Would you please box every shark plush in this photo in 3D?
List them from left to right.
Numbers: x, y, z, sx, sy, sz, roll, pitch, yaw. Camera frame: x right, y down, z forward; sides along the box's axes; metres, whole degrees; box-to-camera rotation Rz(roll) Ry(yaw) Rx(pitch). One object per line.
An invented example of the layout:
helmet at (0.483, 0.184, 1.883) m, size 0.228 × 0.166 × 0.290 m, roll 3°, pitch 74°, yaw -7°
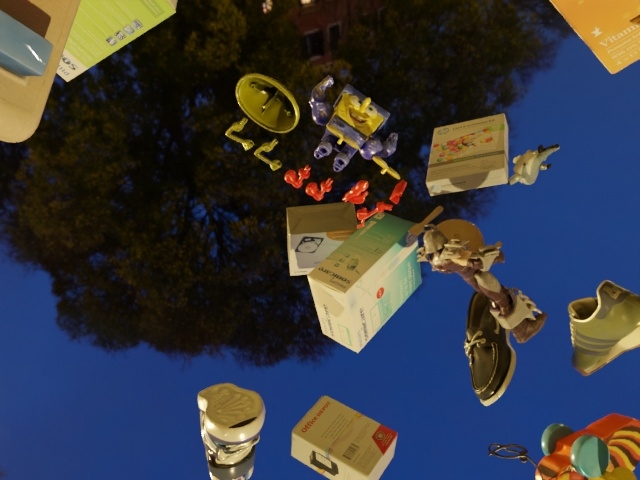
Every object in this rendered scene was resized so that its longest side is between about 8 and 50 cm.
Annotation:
shark plush at (0.486, -0.178, 1.184) m, size 0.067 × 0.161 × 0.073 m, roll 21°, pitch -123°, yaw -1°

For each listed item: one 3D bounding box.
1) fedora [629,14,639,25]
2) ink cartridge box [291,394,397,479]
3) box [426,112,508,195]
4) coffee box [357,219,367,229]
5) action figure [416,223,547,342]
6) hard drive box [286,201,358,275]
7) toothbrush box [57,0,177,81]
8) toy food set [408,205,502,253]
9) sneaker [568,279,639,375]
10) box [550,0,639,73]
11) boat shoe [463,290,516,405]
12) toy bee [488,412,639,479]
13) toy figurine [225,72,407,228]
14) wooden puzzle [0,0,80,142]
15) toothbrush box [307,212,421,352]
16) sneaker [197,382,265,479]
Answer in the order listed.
fedora at (0.295, -0.100, 0.337) m, size 0.194 × 0.079 × 0.194 m, roll 6°, pitch -153°, yaw -3°
ink cartridge box at (0.046, 0.406, 1.053) m, size 0.175 × 0.072 × 0.127 m, roll 20°, pitch -147°, yaw 27°
box at (0.290, -0.170, 1.032) m, size 0.145 × 0.038 × 0.186 m, roll -8°, pitch -140°, yaw 27°
coffee box at (0.150, 0.069, 1.651) m, size 0.141 × 0.098 × 0.246 m, roll -38°, pitch -134°, yaw 9°
action figure at (0.297, 0.065, 1.004) m, size 0.099 × 0.285 × 0.185 m, roll -49°, pitch -171°, yaw -4°
hard drive box at (0.000, 0.000, 1.458) m, size 0.181 × 0.232 × 0.089 m, roll -5°, pitch -120°, yaw -5°
toothbrush box at (-0.427, -0.451, 0.940) m, size 0.283 × 0.206 × 0.122 m, roll -23°, pitch -131°, yaw 21°
toy food set at (0.319, 0.004, 1.249) m, size 0.132 × 0.038 × 0.192 m, roll -39°, pitch -124°, yaw -21°
sneaker at (0.369, 0.113, 0.705) m, size 0.064 × 0.192 × 0.086 m, roll -39°, pitch -111°, yaw -20°
box at (0.397, -0.422, 0.694) m, size 0.215 × 0.345 × 0.168 m, roll -29°, pitch -131°, yaw 42°
boat shoe at (0.348, 0.215, 1.121) m, size 0.091 × 0.114 × 0.302 m, roll 36°, pitch -148°, yaw -3°
toy bee at (0.447, 0.418, 0.950) m, size 0.298 × 0.162 × 0.195 m, roll -7°, pitch 180°, yaw 4°
toy figurine at (0.024, -0.225, 1.048) m, size 0.362 × 0.191 × 0.217 m, roll 33°, pitch -126°, yaw -3°
wooden puzzle at (-0.418, -0.327, 0.611) m, size 0.080 × 0.322 × 0.348 m, roll 15°, pitch -97°, yaw 29°
toothbrush box at (0.123, 0.099, 1.348) m, size 0.126 × 0.216 × 0.295 m, roll 24°, pitch -130°, yaw 37°
sneaker at (-0.181, 0.459, 1.155) m, size 0.130 × 0.236 × 0.323 m, roll -13°, pitch -177°, yaw -24°
